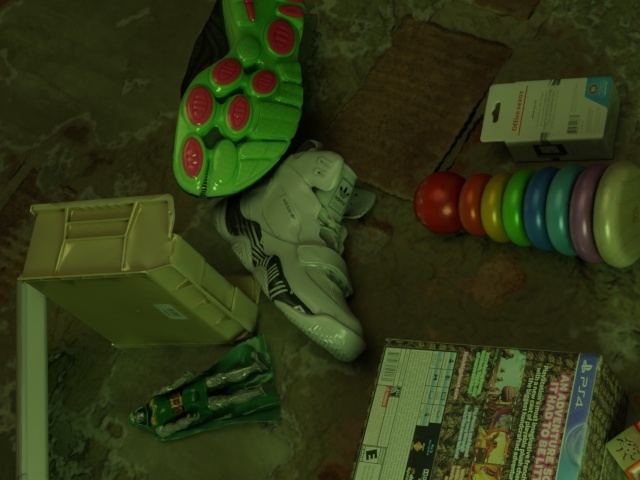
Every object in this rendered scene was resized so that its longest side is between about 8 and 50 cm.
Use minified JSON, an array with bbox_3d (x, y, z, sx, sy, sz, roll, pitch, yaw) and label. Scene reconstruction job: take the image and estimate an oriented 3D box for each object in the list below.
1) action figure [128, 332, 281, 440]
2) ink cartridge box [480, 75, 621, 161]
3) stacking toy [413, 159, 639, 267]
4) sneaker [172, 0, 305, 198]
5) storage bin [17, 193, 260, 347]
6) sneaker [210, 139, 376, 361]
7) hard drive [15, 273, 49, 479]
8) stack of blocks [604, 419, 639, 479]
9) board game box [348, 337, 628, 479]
[{"bbox_3d":[-0.177,0.230,1.910,0.232,0.063,0.137,-22,57,19],"label":"action figure"},{"bbox_3d":[0.328,-0.171,1.879,0.180,0.060,0.104,0,63,28],"label":"ink cartridge box"},{"bbox_3d":[0.271,-0.043,1.795,0.330,0.141,0.141,4,64,35],"label":"stacking toy"},{"bbox_3d":[-0.128,-0.226,2.067,0.185,0.202,0.482,22,47,-9],"label":"sneaker"},{"bbox_3d":[-0.256,0.051,1.926,0.261,0.262,0.123,-4,61,26],"label":"storage bin"},{"bbox_3d":[0.000,0.000,1.900,0.210,0.137,0.366,-43,48,2],"label":"sneaker"},{"bbox_3d":[-0.422,0.258,1.924,0.047,0.233,0.353,1,55,-13],"label":"hard drive"},{"bbox_3d":[0.481,0.308,1.493,0.171,0.087,0.297,-35,52,5],"label":"stack of blocks"},{"bbox_3d":[0.207,0.262,1.632,0.291,0.141,0.232,2,63,29],"label":"board game box"}]
